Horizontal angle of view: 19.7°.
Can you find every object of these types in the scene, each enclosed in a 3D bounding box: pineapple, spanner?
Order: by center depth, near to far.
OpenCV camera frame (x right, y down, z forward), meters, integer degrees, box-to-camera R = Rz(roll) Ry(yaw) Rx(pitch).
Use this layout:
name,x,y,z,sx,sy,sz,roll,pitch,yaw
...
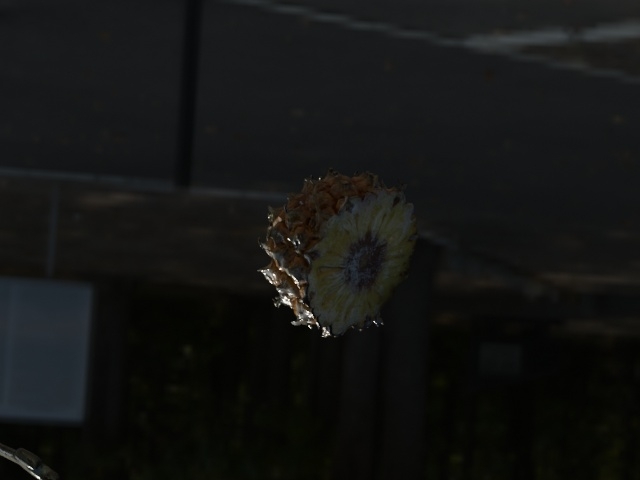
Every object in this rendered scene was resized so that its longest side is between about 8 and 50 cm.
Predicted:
name,x,y,z,sx,sy,sz,roll,pitch,yaw
spanner,-0.338,0.203,1.852,0.254,0.015,0.054,13,154,51
pineapple,-0.003,0.000,1.870,0.161,0.176,0.137,-23,-142,-36
